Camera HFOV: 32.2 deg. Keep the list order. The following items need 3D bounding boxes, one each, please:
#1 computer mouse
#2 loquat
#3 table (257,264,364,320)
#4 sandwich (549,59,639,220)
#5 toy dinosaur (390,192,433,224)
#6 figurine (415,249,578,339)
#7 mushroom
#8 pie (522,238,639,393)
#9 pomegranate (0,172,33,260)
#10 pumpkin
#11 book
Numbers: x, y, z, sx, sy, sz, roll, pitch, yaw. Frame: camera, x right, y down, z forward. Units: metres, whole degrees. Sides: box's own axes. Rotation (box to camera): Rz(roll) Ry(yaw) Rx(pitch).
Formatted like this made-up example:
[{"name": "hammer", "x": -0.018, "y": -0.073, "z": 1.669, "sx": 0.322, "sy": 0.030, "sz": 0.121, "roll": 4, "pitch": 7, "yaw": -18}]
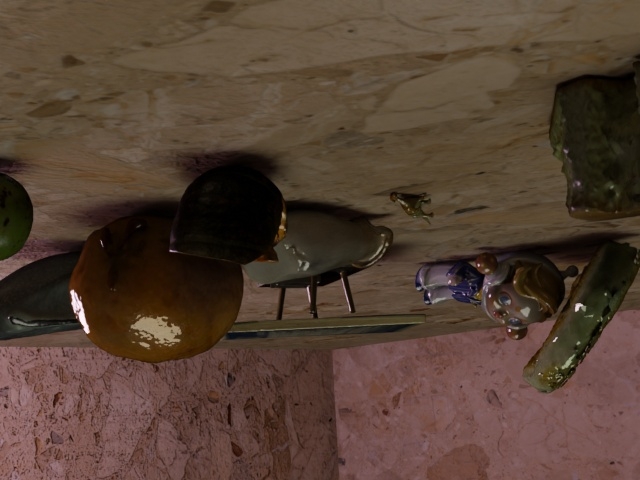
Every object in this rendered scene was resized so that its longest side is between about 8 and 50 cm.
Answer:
[{"name": "computer mouse", "x": -0.343, "y": 0.072, "z": 1.691, "sx": 0.374, "sy": 0.114, "sz": 0.203, "roll": -5, "pitch": 171, "yaw": -40}, {"name": "loquat", "x": -0.210, "y": 0.065, "z": 1.438, "sx": 0.238, "sy": 0.193, "sz": 0.238, "roll": 10, "pitch": 160, "yaw": 4}, {"name": "table", "x": -0.013, "y": 0.074, "z": 1.808, "sx": 0.121, "sy": 0.111, "sz": 0.240, "roll": 0, "pitch": 170, "yaw": -18}, {"name": "sandwich", "x": 0.269, "y": -0.078, "z": 0.978, "sx": 0.128, "sy": 0.122, "sz": 0.235, "roll": 1, "pitch": 170, "yaw": -35}, {"name": "toy dinosaur", "x": 0.127, "y": -0.041, "z": 1.424, "sx": 0.041, "sy": 0.026, "sz": 0.113, "roll": -2, "pitch": 164, "yaw": 36}, {"name": "figurine", "x": 0.308, "y": 0.089, "z": 1.956, "sx": 0.194, "sy": 0.133, "sz": 0.274, "roll": 46, "pitch": 146, "yaw": -17}, {"name": "mushroom", "x": 0.000, "y": 0.000, "z": 1.479, "sx": 0.225, "sy": 0.093, "sz": 0.116, "roll": -14, "pitch": 156, "yaw": -38}, {"name": "pie", "x": 0.449, "y": 0.131, "z": 1.922, "sx": 0.078, "sy": 0.296, "sz": 0.371, "roll": 32, "pitch": 176, "yaw": 10}, {"name": "pomegranate", "x": -0.358, "y": -0.008, "z": 1.140, "sx": 0.114, "sy": 0.142, "sz": 0.114, "roll": 19, "pitch": 179, "yaw": 0}, {"name": "pumpkin", "x": -0.096, "y": -0.027, "z": 1.205, "sx": 0.119, "sy": 0.108, "sz": 0.183, "roll": 4, "pitch": 178, "yaw": 1}, {"name": "book", "x": -0.004, "y": 0.144, "z": 1.835, "sx": 0.322, "sy": 0.018, "sz": 0.228, "roll": -3, "pitch": 172, "yaw": -7}]
